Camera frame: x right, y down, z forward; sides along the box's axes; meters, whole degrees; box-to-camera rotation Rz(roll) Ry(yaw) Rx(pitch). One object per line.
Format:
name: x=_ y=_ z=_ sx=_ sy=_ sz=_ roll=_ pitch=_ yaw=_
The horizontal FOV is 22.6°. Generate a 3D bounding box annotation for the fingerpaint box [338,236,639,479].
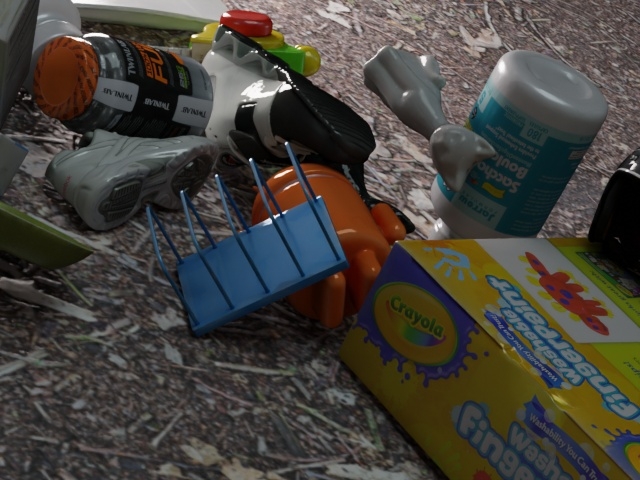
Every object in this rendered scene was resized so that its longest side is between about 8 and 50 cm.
fingerpaint box: x=0.298 y=0.187 z=1.644 sx=0.371 sy=0.163 sz=0.445 roll=-1 pitch=37 yaw=-44

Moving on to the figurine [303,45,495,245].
figurine: x=0.089 y=-0.102 z=1.916 sx=0.092 sy=0.215 sz=0.209 roll=32 pitch=20 yaw=-49

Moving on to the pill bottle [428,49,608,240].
pill bottle: x=0.228 y=-0.088 z=1.945 sx=0.146 sy=0.264 sz=0.146 roll=21 pitch=28 yaw=-11

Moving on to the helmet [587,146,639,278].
helmet: x=0.393 y=-0.036 z=1.774 sx=0.169 sy=0.161 sz=0.169 roll=22 pitch=25 yaw=-11

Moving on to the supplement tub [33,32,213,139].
supplement tub: x=-0.224 y=-0.169 z=1.816 sx=0.190 sy=0.117 sz=0.117 roll=9 pitch=32 yaw=-49

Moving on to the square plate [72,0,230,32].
square plate: x=-0.330 y=-0.388 z=2.197 sx=0.344 sy=0.049 sz=0.347 roll=0 pitch=38 yaw=-41

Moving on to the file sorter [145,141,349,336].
file sorter: x=-0.079 y=-0.007 z=1.612 sx=0.118 sy=0.170 sz=0.104 roll=-111 pitch=174 yaw=-53

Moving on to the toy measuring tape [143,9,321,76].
toy measuring tape: x=-0.162 y=-0.241 z=2.051 sx=0.330 sy=0.121 sz=0.121 roll=1 pitch=35 yaw=-17

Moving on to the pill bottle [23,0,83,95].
pill bottle: x=-0.358 y=-0.266 z=1.880 sx=0.124 sy=0.124 sz=0.221 roll=-2 pitch=38 yaw=-43

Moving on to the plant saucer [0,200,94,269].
plant saucer: x=-0.329 y=-0.029 z=1.504 sx=0.241 sy=0.037 sz=0.241 roll=27 pitch=-2 yaw=1

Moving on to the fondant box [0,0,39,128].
fondant box: x=-0.410 y=-0.234 z=1.600 sx=0.238 sy=0.096 sz=0.330 roll=25 pitch=-17 yaw=-7

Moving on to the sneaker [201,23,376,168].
sneaker: x=-0.055 y=-0.131 z=1.881 sx=0.122 sy=0.146 sz=0.330 roll=27 pitch=8 yaw=-37

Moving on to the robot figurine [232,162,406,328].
robot figurine: x=0.002 y=0.000 z=1.744 sx=0.128 sy=0.158 sz=0.219 roll=42 pitch=13 yaw=-42

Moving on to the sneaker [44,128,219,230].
sneaker: x=-0.206 y=-0.089 z=1.758 sx=0.115 sy=0.090 sz=0.232 roll=36 pitch=28 yaw=23

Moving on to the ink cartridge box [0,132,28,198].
ink cartridge box: x=-0.397 y=-0.116 z=1.613 sx=0.181 sy=0.061 sz=0.104 roll=29 pitch=-3 yaw=7
